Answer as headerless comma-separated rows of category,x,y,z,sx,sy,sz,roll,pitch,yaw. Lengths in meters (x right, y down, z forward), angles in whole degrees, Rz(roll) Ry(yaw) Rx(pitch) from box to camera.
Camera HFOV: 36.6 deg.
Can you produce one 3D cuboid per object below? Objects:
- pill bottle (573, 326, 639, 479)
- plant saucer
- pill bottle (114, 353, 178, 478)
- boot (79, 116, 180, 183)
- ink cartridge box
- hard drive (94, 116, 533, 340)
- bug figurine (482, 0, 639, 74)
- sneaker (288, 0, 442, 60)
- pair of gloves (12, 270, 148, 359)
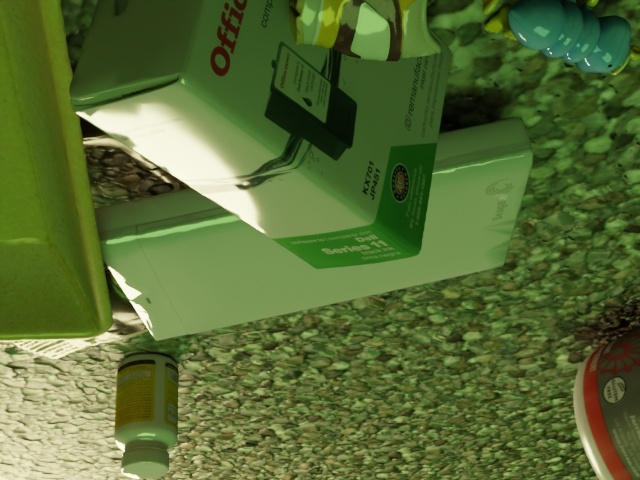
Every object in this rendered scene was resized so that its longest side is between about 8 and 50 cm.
pill bottle,0.442,0.131,0.919,0.210,0.210,0.363,20,139,-33
plant saucer,-0.306,-0.061,0.593,0.332,0.081,0.333,0,139,-5
pill bottle,-0.178,0.181,0.995,0.065,0.116,0.065,-3,146,-2
boot,-0.125,-0.070,0.690,0.118,0.042,0.087,-11,149,10
ink cartridge box,-0.021,-0.094,0.552,0.086,0.153,0.208,-7,153,39
hard drive,0.000,0.000,0.759,0.307,0.040,0.203,-12,155,-2
bug figurine,0.151,-0.189,0.518,0.216,0.072,0.279,10,144,-22
sneaker,0.037,-0.179,0.459,0.083,0.069,0.186,7,108,-10
pair of gloves,-0.245,0.039,0.840,0.204,0.042,0.240,-21,143,23
